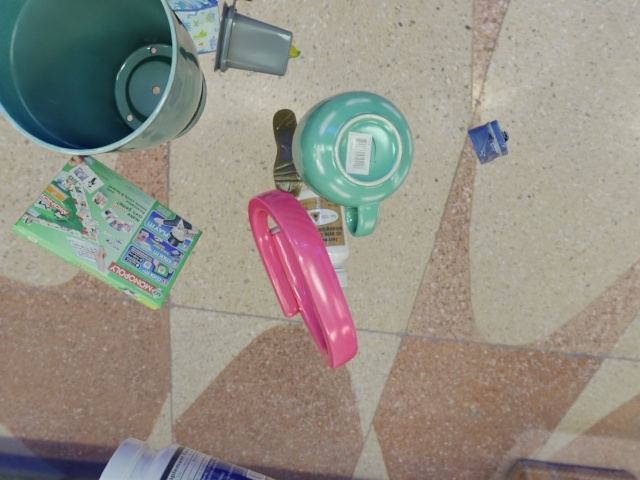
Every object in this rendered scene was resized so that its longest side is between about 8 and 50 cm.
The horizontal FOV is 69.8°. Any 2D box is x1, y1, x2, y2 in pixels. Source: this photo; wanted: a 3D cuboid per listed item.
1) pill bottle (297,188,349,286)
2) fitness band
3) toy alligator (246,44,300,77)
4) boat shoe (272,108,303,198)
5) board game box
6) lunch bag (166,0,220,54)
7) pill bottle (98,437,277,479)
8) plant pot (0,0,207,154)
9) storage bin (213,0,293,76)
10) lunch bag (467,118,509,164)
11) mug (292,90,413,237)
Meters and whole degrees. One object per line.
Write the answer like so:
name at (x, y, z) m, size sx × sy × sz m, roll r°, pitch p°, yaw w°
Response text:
pill bottle at (0.000, 0.000, 1.073) m, size 0.131 × 0.131 × 0.229 m, roll -7°, pitch 84°, yaw 6°
fitness band at (-0.028, 0.059, 0.703) m, size 0.054 × 0.209 × 0.290 m, roll -26°, pitch 102°, yaw -20°
toy alligator at (-0.118, -0.444, 1.100) m, size 0.056 × 0.190 × 0.051 m, roll -10°, pitch 113°, yaw 48°
boat shoe at (-0.048, -0.139, 0.764) m, size 0.056 × 0.049 × 0.152 m, roll -1°, pitch 90°, yaw 15°
board game box at (-0.439, -0.021, 0.990) m, size 0.317 × 0.213 × 0.046 m, roll 38°, pitch 144°, yaw -25°
lunch bag at (-0.322, -0.529, 1.122) m, size 0.152 × 0.096 × 0.128 m, roll 0°, pitch 148°, yaw -7°
pill bottle at (-0.204, 0.412, 0.710) m, size 0.265 × 0.153 × 0.153 m, roll 19°, pitch 122°, yaw 1°
plant pot at (-0.309, -0.260, 0.722) m, size 0.272 × 0.255 × 0.271 m, roll 0°, pitch 96°, yaw 5°
storage bin at (-0.087, -0.268, 0.616) m, size 0.091 × 0.135 × 0.098 m, roll 9°, pitch 111°, yaw -13°
lunch bag at (0.329, -0.192, 0.886) m, size 0.065 × 0.098 × 0.067 m, roll -21°, pitch 84°, yaw 22°
mug at (0.048, -0.093, 0.524) m, size 0.129 × 0.097 × 0.157 m, roll -44°, pitch 107°, yaw -3°
